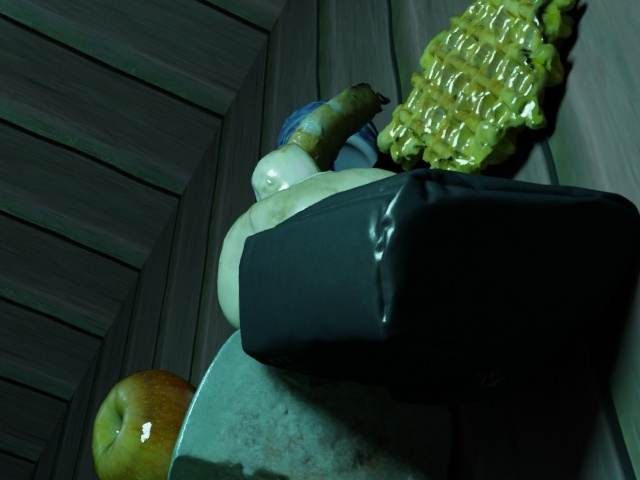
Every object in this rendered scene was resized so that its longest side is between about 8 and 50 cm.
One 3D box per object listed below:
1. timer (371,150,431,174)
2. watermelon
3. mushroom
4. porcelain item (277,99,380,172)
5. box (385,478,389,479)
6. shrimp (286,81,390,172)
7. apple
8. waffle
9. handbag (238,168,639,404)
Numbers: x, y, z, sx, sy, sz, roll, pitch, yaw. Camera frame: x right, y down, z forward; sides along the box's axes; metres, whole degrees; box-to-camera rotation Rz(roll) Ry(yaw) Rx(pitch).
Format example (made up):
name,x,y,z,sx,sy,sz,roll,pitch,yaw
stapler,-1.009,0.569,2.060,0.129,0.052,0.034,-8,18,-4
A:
name,x,y,z,sx,sy,sz,roll,pitch,yaw
timer,0.097,-0.070,1.723,0.187,0.055,0.144,124,164,-49
watermelon,0.016,0.203,1.348,0.387,0.258,0.228,-17,-52,-50
mushroom,0.000,0.000,1.556,0.254,0.260,0.234,67,-177,-65
porcelain item,0.012,-0.107,1.886,0.147,0.147,0.114,-59,16,26
box,0.045,0.376,1.147,0.310,0.084,0.198,-65,15,5
shrimp,-0.005,-0.071,1.713,0.185,0.068,0.287,27,-103,-62
apple,-0.250,0.310,2.138,0.210,0.173,0.235,-52,29,30
waffle,0.172,-0.171,1.530,0.301,0.058,0.281,-5,58,64
handbag,0.103,0.052,1.191,0.302,0.275,0.177,-18,68,62
